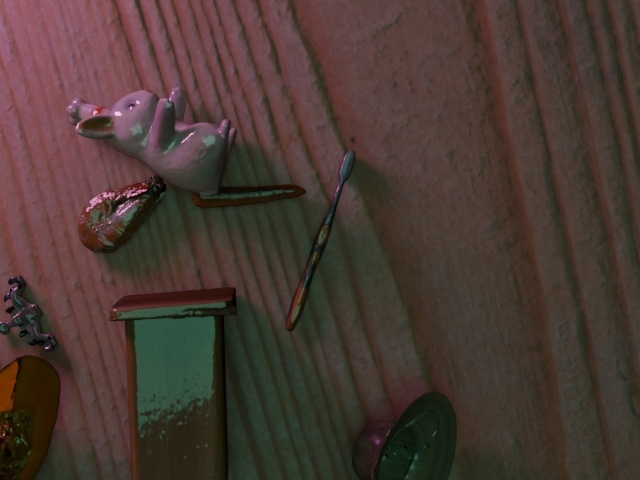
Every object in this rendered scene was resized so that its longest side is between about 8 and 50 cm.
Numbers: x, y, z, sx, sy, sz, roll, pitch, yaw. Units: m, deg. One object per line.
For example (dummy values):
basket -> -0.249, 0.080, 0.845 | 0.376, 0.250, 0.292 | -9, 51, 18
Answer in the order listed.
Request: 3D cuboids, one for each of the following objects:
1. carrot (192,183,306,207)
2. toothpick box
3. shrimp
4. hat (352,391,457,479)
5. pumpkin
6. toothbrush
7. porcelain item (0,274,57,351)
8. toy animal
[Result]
carrot -> -0.118, -0.077, 1.525 | 0.190, 0.037, 0.037 | -4, 90, -8
toothpick box -> -0.221, 0.239, 1.443 | 0.190, 0.187, 0.308 | -2, 93, -6
shrimp -> -0.319, -0.054, 1.502 | 0.184, 0.043, 0.091 | -38, 89, -4
hat -> 0.113, 0.354, 1.495 | 0.110, 0.252, 0.252 | 14, 87, 37
pumpkin -> -0.512, 0.280, 1.453 | 0.163, 0.111, 0.278 | 19, 103, 26
toothbrush -> 0.000, 0.000, 1.535 | 0.023, 0.031, 0.321 | 20, 87, -3
porcelain item -> -0.492, 0.131, 1.494 | 0.075, 0.021, 0.136 | -27, 92, -5
toy animal -> -0.267, -0.184, 1.460 | 0.282, 0.140, 0.138 | 29, 98, -5
